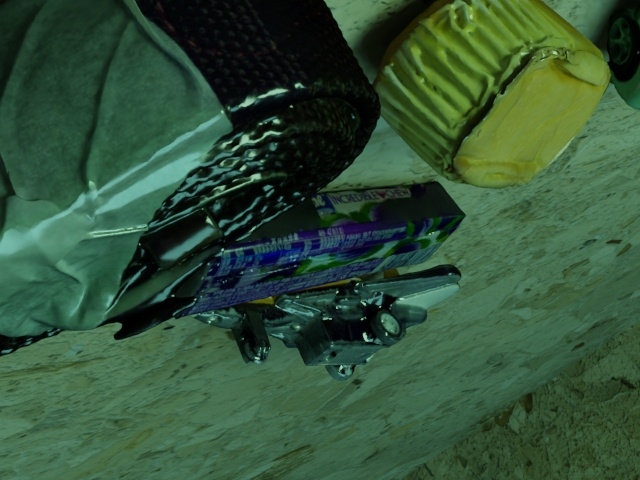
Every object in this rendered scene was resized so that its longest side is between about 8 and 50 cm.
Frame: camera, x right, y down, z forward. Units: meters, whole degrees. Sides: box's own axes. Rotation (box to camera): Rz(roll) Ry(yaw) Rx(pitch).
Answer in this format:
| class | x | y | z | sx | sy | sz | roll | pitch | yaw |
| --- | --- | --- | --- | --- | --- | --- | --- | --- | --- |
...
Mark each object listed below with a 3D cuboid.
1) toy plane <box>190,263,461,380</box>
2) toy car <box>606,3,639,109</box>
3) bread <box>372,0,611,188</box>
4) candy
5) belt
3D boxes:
| class | x | y | z | sx | sy | sz | roll | pitch | yaw |
| --- | --- | --- | --- | --- | --- | --- | --- | --- | --- |
| toy plane | -0.006 | 0.086 | 0.971 | 0.316 | 0.103 | 0.204 | -2 | 146 | -49 |
| toy car | 0.331 | -0.184 | 0.718 | 0.136 | 0.125 | 0.306 | -5 | 155 | -10 |
| bread | 0.123 | -0.114 | 0.687 | 0.132 | 0.114 | 0.190 | -50 | 160 | 22 |
| candy | 0.000 | 0.000 | 0.848 | 0.312 | 0.061 | 0.088 | -9 | 150 | -42 |
| belt | -0.111 | -0.033 | 0.503 | 0.289 | 0.164 | 0.184 | -30 | 167 | 2 |
